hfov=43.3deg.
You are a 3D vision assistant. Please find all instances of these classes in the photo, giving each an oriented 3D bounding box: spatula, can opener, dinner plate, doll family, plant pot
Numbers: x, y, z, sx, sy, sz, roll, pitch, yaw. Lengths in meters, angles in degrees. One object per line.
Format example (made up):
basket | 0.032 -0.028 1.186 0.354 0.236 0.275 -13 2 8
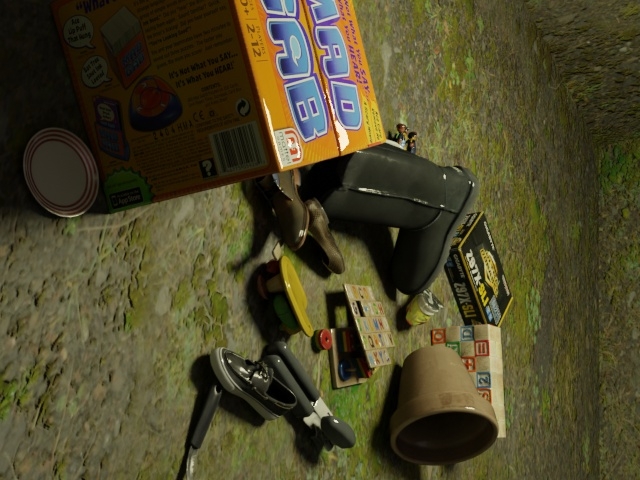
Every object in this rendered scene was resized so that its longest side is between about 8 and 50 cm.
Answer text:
spatula | -0.217 0.375 1.380 0.084 0.030 0.296 43 48 -40
can opener | -0.014 0.322 1.647 0.283 0.095 0.076 60 37 -28
dinner plate | -0.403 -0.104 1.247 0.141 0.017 0.141 23 62 -53
doll family | 0.229 -0.259 2.173 0.193 0.076 0.111 -88 -176 -81
plant pot | 0.288 0.390 1.985 0.263 0.263 0.229 47 28 -40

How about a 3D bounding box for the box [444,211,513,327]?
box | 0.486 0.110 2.492 0.257 0.079 0.322 -44 118 -50

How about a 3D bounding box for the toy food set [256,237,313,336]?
toy food set | -0.082 0.106 1.643 0.128 0.071 0.218 -82 153 -68

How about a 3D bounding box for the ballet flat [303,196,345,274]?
ballet flat | 0.000 0.000 1.766 0.084 0.058 0.250 51 -10 36

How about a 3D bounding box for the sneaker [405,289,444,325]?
sneaker | 0.265 0.180 2.144 0.081 0.094 0.208 46 12 10

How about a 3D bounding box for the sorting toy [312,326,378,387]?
sorting toy | 0.080 0.264 1.854 0.274 0.046 0.132 5 77 -57

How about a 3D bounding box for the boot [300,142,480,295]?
boot | 0.140 -0.048 1.908 0.445 0.146 0.367 7 113 -44

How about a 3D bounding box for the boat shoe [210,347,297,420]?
boat shoe | -0.118 0.262 1.503 0.228 0.076 0.080 53 17 -37

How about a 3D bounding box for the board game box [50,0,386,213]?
board game box | -0.158 -0.278 1.357 0.356 0.356 0.356 -25 102 -56

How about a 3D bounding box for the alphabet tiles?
alphabet tiles | 0.124 0.199 1.904 0.237 0.009 0.198 12 58 -68

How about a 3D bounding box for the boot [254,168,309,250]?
boot | -0.091 -0.082 1.653 0.106 0.082 0.219 26 40 -39

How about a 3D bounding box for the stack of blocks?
stack of blocks | 0.402 0.386 2.196 0.087 0.171 0.297 20 66 -53

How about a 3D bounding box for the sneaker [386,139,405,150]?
sneaker | 0.202 -0.200 2.053 0.228 0.087 0.092 26 41 -8
